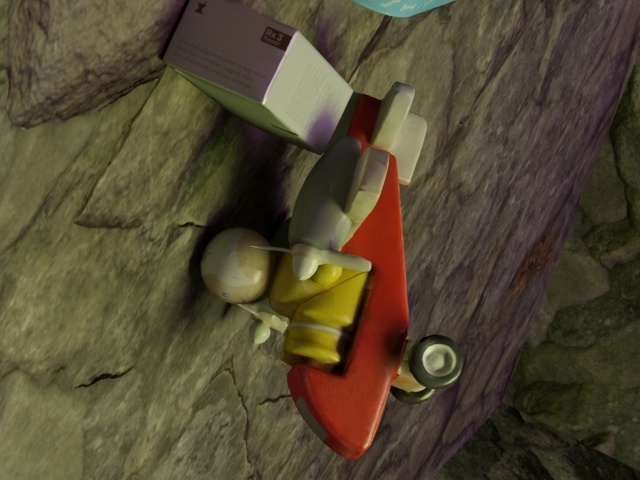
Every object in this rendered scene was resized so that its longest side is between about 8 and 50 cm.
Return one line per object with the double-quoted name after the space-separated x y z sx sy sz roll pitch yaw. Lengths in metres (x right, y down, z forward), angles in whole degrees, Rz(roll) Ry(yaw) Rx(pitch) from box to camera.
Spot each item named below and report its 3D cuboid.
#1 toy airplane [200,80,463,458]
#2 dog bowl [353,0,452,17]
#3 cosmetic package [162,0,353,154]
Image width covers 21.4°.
0.000 0.000 1.907 0.384 0.272 0.386 -107 -162 -57 "toy airplane"
0.082 -0.313 1.801 0.074 0.166 0.297 -59 167 26 "dog bowl"
-0.057 -0.162 1.669 0.085 0.117 0.231 -65 162 -1 "cosmetic package"
